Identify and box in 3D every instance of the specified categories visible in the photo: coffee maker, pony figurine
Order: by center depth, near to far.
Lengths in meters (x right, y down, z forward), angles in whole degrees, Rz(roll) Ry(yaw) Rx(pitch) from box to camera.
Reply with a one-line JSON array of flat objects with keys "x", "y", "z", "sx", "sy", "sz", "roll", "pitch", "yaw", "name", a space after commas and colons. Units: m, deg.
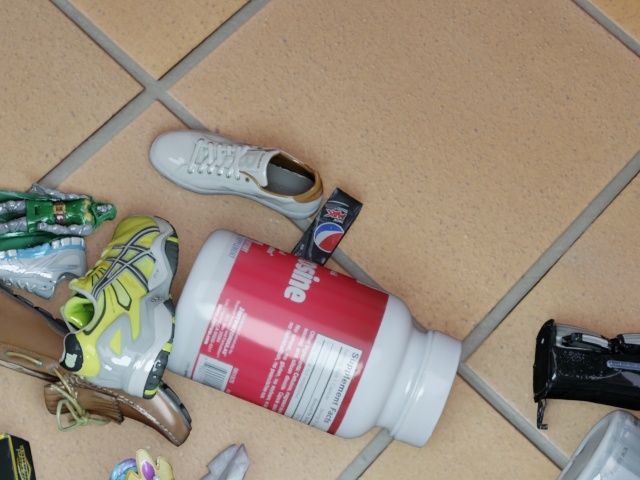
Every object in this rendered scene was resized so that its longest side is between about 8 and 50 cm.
[{"x": -0.185, "y": 0.430, "z": 1.787, "sx": 0.303, "sy": 0.351, "sz": 0.363, "roll": -25, "pitch": 94, "yaw": -13, "name": "pony figurine"}, {"x": 0.430, "y": 0.218, "z": 2.066, "sx": 0.178, "sy": 0.120, "sz": 0.171, "roll": 9, "pitch": 91, "yaw": -4, "name": "coffee maker"}]

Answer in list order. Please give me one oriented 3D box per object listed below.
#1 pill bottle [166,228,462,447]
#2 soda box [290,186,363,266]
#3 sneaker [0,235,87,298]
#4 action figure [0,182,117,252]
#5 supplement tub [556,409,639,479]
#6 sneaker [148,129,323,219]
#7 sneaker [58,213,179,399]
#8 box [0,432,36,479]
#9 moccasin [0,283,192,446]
[{"x": -0.010, "y": 0.154, "z": 1.948, "sx": 0.408, "sy": 0.229, "sz": 0.229, "roll": 21, "pitch": 67, "yaw": -1, "name": "pill bottle"}, {"x": 0.000, "y": 0.000, "z": 2.100, "sx": 0.053, "sy": 0.060, "sz": 0.169, "roll": 33, "pitch": 68, "yaw": 4, "name": "soda box"}, {"x": -0.444, "y": 0.054, "z": 2.008, "sx": 0.191, "sy": 0.071, "sz": 0.083, "roll": -14, "pitch": 78, "yaw": -13, "name": "sneaker"}, {"x": -0.434, "y": -0.039, "z": 2.049, "sx": 0.232, "sy": 0.063, "sz": 0.137, "roll": -4, "pitch": 61, "yaw": -15, "name": "action figure"}, {"x": 0.522, "y": 0.421, "z": 1.941, "sx": 0.338, "sy": 0.207, "sz": 0.207, "roll": 34, "pitch": 68, "yaw": 4, "name": "supplement tub"}, {"x": -0.130, "y": -0.126, "z": 2.096, "sx": 0.290, "sy": 0.123, "sz": 0.106, "roll": 15, "pitch": 70, "yaw": -1, "name": "sneaker"}, {"x": -0.292, "y": 0.068, "z": 1.899, "sx": 0.147, "sy": 0.145, "sz": 0.384, "roll": 14, "pitch": 27, "yaw": -16, "name": "sneaker"}, {"x": -0.499, "y": 0.453, "z": 1.795, "sx": 0.257, "sy": 0.079, "sz": 0.322, "roll": -17, "pitch": 72, "yaw": 6, "name": "box"}, {"x": -0.364, "y": 0.204, "z": 1.925, "sx": 0.380, "sy": 0.139, "sz": 0.147, "roll": 29, "pitch": 74, "yaw": 0, "name": "moccasin"}]
